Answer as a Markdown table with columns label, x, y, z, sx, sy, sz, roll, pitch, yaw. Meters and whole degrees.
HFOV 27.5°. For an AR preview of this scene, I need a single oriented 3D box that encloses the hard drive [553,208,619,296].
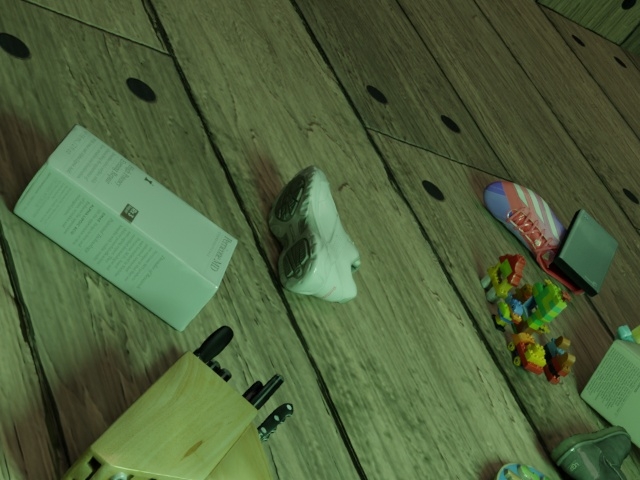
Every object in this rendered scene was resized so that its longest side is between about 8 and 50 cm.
| label | x | y | z | sx | sy | sz | roll | pitch | yaw |
| --- | --- | --- | --- | --- | --- | --- | --- | --- | --- |
| hard drive | 0.449 | 0.021 | 2.212 | 0.094 | 0.022 | 0.135 | 43 | 47 | -10 |

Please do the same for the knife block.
| label | x | y | z | sx | sy | sz | roll | pitch | yaw |
| --- | --- | --- | --- | --- | --- | --- | --- | --- | --- |
| knife block | -0.146 | 0.167 | 1.265 | 0.276 | 0.088 | 0.242 | 18 | 34 | -38 |

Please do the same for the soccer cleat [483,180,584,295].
| label | x | y | z | sx | sy | sz | roll | pitch | yaw |
| --- | --- | --- | --- | --- | --- | --- | --- | --- | --- |
| soccer cleat | 0.377 | -0.006 | 2.241 | 0.248 | 0.083 | 0.095 | 43 | 31 | -4 |

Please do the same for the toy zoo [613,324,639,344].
| label | x | y | z | sx | sy | sz | roll | pitch | yaw |
| --- | --- | --- | --- | --- | --- | --- | --- | --- | --- |
| toy zoo | 0.572 | 0.186 | 2.078 | 0.293 | 0.192 | 0.030 | 22 | 32 | -35 |

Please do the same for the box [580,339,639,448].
| label | x | y | z | sx | sy | sz | roll | pitch | yaw |
| --- | --- | --- | --- | --- | --- | --- | --- | --- | --- |
| box | 0.516 | 0.264 | 1.898 | 0.094 | 0.113 | 0.275 | 15 | 21 | -43 |

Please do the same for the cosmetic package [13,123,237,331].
| label | x | y | z | sx | sy | sz | roll | pitch | yaw |
| --- | --- | --- | --- | --- | --- | --- | --- | --- | --- |
| cosmetic package | -0.213 | -0.015 | 1.457 | 0.231 | 0.085 | 0.117 | 35 | 27 | -10 |

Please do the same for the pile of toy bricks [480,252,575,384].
| label | x | y | z | sx | sy | sz | roll | pitch | yaw |
| --- | --- | --- | --- | --- | --- | --- | --- | --- | --- |
| pile of toy bricks | 0.332 | 0.108 | 1.973 | 0.118 | 0.105 | 0.212 | 25 | 31 | -30 |

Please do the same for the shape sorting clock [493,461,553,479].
| label | x | y | z | sx | sy | sz | roll | pitch | yaw |
| --- | --- | --- | --- | --- | --- | --- | --- | --- | --- |
| shape sorting clock | 0.290 | 0.359 | 1.608 | 0.206 | 0.040 | 0.206 | 31 | 28 | -19 |

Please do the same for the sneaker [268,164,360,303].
| label | x | y | z | sx | sy | sz | roll | pitch | yaw |
| --- | --- | --- | --- | --- | --- | --- | --- | --- | --- |
| sneaker | 0.000 | 0.000 | 1.734 | 0.115 | 0.090 | 0.232 | 33 | 36 | -31 |

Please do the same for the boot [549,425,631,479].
| label | x | y | z | sx | sy | sz | roll | pitch | yaw |
| --- | --- | --- | --- | --- | --- | --- | --- | --- | --- |
| boot | 0.412 | 0.353 | 1.746 | 0.190 | 0.076 | 0.208 | -3 | 46 | -47 |
